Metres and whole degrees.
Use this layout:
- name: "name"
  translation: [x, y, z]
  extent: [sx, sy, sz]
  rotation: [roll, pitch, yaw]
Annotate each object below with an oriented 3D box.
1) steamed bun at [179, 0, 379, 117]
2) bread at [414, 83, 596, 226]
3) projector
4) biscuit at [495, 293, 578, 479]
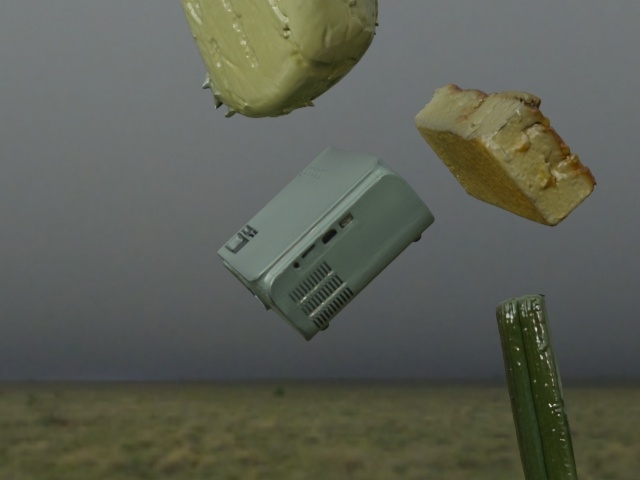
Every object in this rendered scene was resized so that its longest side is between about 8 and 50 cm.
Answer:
- name: "steamed bun"
  translation: [-0.037, -0.269, 1.261]
  extent: [0.166, 0.232, 0.273]
  rotation: [-24, -7, -35]
- name: "bread"
  translation: [0.264, -0.134, 1.638]
  extent: [0.184, 0.114, 0.275]
  rotation: [49, -7, -20]
- name: "projector"
  translation: [0.000, 0.000, 1.295]
  extent: [0.108, 0.198, 0.250]
  rotation: [49, -7, -17]
- name: "biscuit"
  translation: [0.314, 0.241, 1.628]
  extent: [0.038, 0.322, 0.099]
  rotation: [-4, -7, -36]
